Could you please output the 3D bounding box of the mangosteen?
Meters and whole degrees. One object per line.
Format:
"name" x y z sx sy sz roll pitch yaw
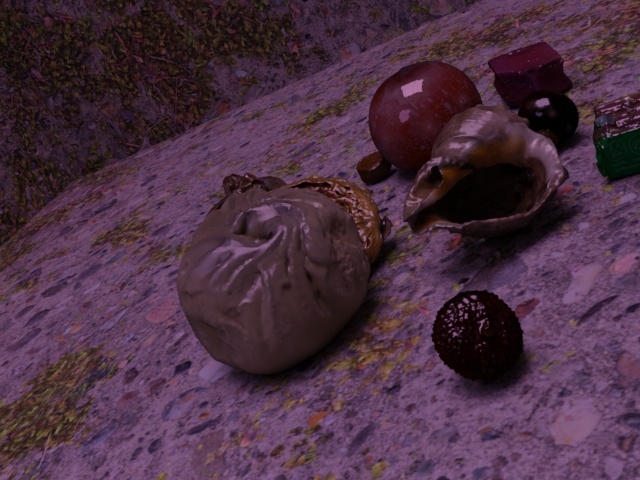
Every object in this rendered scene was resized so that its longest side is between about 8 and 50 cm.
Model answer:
"mangosteen" 0.448 -0.233 1.723 0.140 0.140 0.140 -24 20 10

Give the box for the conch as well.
"conch" 0.289 -0.092 1.492 0.263 0.186 0.324 23 66 44

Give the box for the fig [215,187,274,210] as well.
"fig" -0.113 -0.051 1.885 0.191 0.190 0.290 -8 31 43

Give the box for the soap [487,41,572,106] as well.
"soap" 0.508 -0.396 2.070 0.162 0.099 0.250 -17 21 8

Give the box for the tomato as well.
"tomato" 0.237 -0.294 1.971 0.270 0.227 0.270 -22 23 10

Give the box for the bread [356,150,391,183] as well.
"bread" 0.131 -0.173 2.067 0.085 0.053 0.085 -25 32 17

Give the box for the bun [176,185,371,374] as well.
"bun" -0.091 0.045 1.473 0.360 0.211 0.359 -15 42 14

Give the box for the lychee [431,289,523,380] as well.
"lychee" 0.209 0.125 1.145 0.123 0.123 0.129 -23 -6 13

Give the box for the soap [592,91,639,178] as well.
"soap" 0.605 -0.204 1.462 0.273 0.098 0.218 -17 22 29

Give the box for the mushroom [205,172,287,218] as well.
"mushroom" -0.173 -0.074 2.037 0.227 0.178 0.226 -23 30 14

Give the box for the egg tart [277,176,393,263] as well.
"egg tart" 0.000 0.000 1.695 0.297 0.132 0.297 -10 50 12
